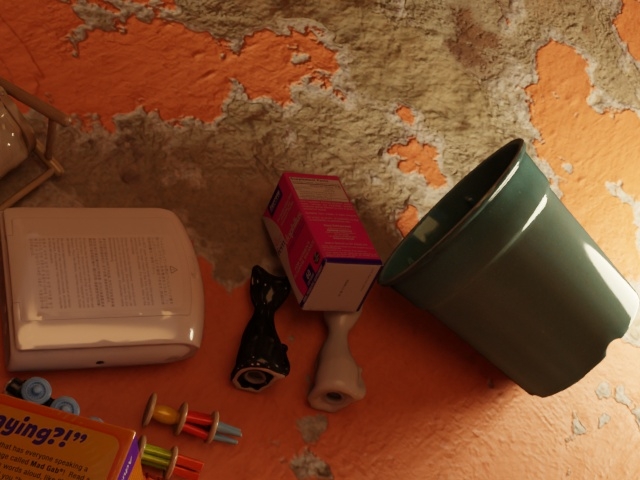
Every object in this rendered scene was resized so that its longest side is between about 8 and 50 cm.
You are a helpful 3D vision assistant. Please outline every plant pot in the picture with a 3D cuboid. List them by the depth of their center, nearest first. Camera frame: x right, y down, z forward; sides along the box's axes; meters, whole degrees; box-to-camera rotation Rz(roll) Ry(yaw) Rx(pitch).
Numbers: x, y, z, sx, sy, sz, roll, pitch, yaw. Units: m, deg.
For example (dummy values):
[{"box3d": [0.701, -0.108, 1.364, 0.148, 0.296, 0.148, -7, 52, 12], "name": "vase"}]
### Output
[{"box3d": [0.332, 0.063, 1.873, 0.334, 0.341, 0.341, 43, 54, -5], "name": "plant pot"}]

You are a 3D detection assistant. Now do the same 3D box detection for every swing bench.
[{"box3d": [-0.562, -0.155, 1.689, 0.254, 0.165, 0.253, 40, 55, 8], "name": "swing bench"}]

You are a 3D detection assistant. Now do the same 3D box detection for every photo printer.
[{"box3d": [-0.330, 0.070, 1.691, 0.307, 0.107, 0.256, -1, 63, -25], "name": "photo printer"}]

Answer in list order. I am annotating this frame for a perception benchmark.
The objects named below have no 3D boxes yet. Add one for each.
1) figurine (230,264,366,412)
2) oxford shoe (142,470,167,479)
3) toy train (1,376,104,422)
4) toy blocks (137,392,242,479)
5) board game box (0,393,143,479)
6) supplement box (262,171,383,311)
[{"box3d": [-0.027, 0.152, 1.797, 0.214, 0.092, 0.210, 17, 53, -15], "name": "figurine"}, {"box3d": [-0.167, 0.434, 1.569, 0.363, 0.130, 0.133, 24, 80, -10], "name": "oxford shoe"}, {"box3d": [-0.384, 0.273, 1.571, 0.184, 0.080, 0.105, 36, 60, -2], "name": "toy train"}, {"box3d": [-0.196, 0.303, 1.650, 0.148, 0.054, 0.123, 19, 56, -14], "name": "toy blocks"}, {"box3d": [-0.425, 0.396, 1.257, 0.356, 0.356, 0.356, 15, 56, 5], "name": "board game box"}, {"box3d": [0.000, 0.000, 1.832, 0.113, 0.111, 0.220, 4, 41, -28], "name": "supplement box"}]
